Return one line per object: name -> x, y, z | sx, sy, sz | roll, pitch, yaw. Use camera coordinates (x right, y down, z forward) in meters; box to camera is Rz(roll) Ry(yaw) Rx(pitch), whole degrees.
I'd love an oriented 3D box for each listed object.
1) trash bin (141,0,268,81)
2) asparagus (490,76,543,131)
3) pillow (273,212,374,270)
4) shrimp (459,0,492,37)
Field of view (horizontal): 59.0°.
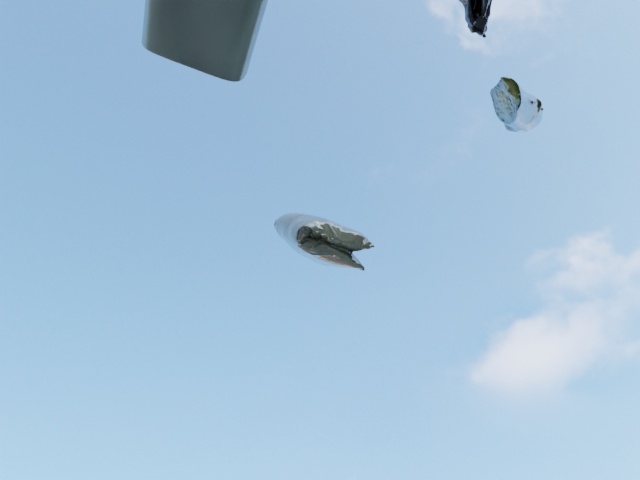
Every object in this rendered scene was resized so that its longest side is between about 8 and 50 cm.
trash bin -> -0.112, -0.239, 0.560 | 0.116, 0.059, 0.130 | 20, -45, -6
asparagus -> 0.202, -0.138, 0.588 | 0.178, 0.045, 0.041 | -11, -63, -63
pillow -> 0.000, 0.000, 0.959 | 0.134, 0.181, 0.078 | 22, -91, -20
shrimp -> 0.230, -0.396, 0.592 | 0.233, 0.071, 0.365 | 4, -82, -19
